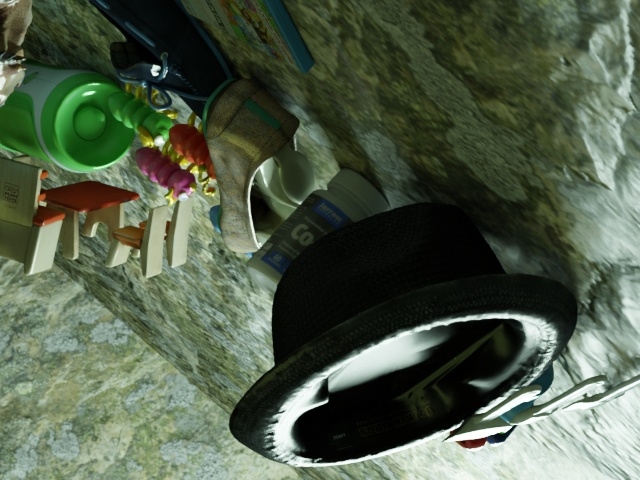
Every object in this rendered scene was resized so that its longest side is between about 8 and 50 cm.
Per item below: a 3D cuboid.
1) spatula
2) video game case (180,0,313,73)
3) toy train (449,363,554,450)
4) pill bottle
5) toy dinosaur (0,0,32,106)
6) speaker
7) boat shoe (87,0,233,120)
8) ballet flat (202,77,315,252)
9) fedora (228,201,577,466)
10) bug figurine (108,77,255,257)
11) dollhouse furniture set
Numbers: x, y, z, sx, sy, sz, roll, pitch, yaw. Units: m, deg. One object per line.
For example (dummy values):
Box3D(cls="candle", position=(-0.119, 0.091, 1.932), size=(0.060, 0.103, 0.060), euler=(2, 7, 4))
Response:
Box3D(cls="spatula", position=(0.210, 0.148, 1.529), size=(0.242, 0.168, 0.019), euler=(126, 135, -72))
Box3D(cls="video game case", position=(-0.084, -0.217, 1.504), size=(0.166, 0.015, 0.119), euler=(32, 161, 38))
Box3D(cls="toy train", position=(0.118, 0.089, 1.697), size=(0.248, 0.105, 0.143), euler=(42, 155, 5))
Box3D(cls="pill bottle", position=(0.000, 0.000, 1.658), size=(0.078, 0.137, 0.078), euler=(39, 166, 11))
Box3D(cls="toy dinosaur", position=(-0.348, -0.276, 1.662), size=(0.295, 0.200, 0.127), euler=(50, 164, -23))
Box3D(cls="speaker", position=(-0.336, -0.159, 2.127), size=(0.131, 0.131, 0.296), euler=(50, 164, -27))
Box3D(cls="boat shoe", position=(-0.172, -0.194, 1.653), size=(0.109, 0.089, 0.258), euler=(23, 156, 53))
Box3D(cls="ballet flat", position=(-0.051, -0.049, 1.734), size=(0.106, 0.107, 0.316), euler=(30, 164, 17))
Box3D(cls="fedora", position=(0.058, 0.072, 1.539), size=(0.334, 0.334, 0.152), euler=(72, 179, -63))
Box3D(cls="bug figurine", position=(-0.145, -0.082, 1.946), size=(0.216, 0.072, 0.279), euler=(36, 165, 25))
Box3D(cls="dollhouse furniture set", position=(-0.324, -0.048, 2.163), size=(0.262, 0.135, 0.259), euler=(15, -166, 19))
